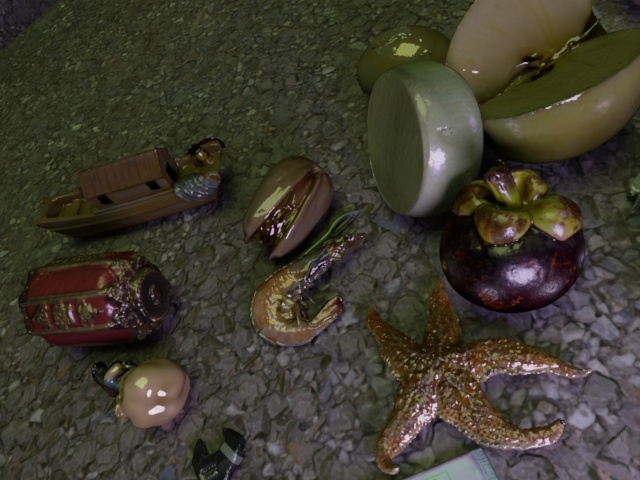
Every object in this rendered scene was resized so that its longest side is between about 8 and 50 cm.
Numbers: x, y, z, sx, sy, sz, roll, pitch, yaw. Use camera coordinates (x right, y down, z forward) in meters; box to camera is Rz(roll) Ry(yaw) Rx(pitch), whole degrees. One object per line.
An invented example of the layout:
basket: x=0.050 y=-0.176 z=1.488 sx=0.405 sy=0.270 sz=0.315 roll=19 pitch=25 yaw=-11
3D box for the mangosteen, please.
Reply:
mangosteen: x=0.256 y=-0.009 z=0.733 sx=0.193 sy=0.217 sz=0.192 roll=-13 pitch=44 yaw=13

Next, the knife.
knife: x=0.000 y=0.000 z=0.973 sx=0.184 sy=0.022 sz=0.026 roll=-43 pitch=79 yaw=-10

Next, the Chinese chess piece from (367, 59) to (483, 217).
Chinese chess piece: x=0.160 y=-0.162 z=0.872 sx=0.101 sy=0.250 sz=0.250 roll=-10 pitch=48 yaw=-15

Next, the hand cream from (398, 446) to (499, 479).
hand cream: x=0.093 y=0.348 z=0.664 sx=0.276 sy=0.050 sz=0.078 roll=-23 pitch=77 yaw=2

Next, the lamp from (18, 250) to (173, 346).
lamp: x=-0.414 y=0.110 z=0.987 sx=0.274 sy=0.177 sz=0.176 roll=-5 pitch=54 yaw=21

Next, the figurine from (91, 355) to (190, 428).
figurine: x=-0.301 y=0.235 z=0.893 sx=0.196 sy=0.114 sz=0.108 roll=11 pitch=85 yaw=43

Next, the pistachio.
pistachio: x=-0.060 y=-0.063 z=0.985 sx=0.130 sy=0.131 sz=0.206 roll=36 pitch=76 yaw=-4

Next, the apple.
apple: x=0.354 y=-0.257 z=0.862 sx=0.258 sy=0.233 sz=0.295 roll=-39 pitch=58 yaw=15

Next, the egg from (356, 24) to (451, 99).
egg: x=0.169 y=-0.339 z=1.058 sx=0.202 sy=0.164 sz=0.164 roll=-3 pitch=55 yaw=29

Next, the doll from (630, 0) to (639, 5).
doll: x=0.615 y=-0.563 z=1.030 sx=0.151 sy=0.151 sz=0.287 roll=-17 pitch=48 yaw=13

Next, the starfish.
starfish: x=0.174 y=0.167 z=0.737 sx=0.299 sy=0.060 sz=0.302 roll=-30 pitch=47 yaw=2

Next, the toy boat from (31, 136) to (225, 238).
toy boat: x=-0.410 y=-0.104 z=1.147 sx=0.446 sy=0.162 sz=0.135 roll=-15 pitch=53 yaw=14

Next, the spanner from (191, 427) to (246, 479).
spanner: x=-0.160 y=0.420 z=0.738 sx=0.087 sy=0.024 sz=0.315 roll=-11 pitch=53 yaw=19

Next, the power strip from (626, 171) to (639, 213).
power strip: x=0.520 y=-0.109 z=0.807 sx=0.191 sy=0.030 sz=0.048 roll=-46 pitch=52 yaw=-12

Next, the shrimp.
shrimp: x=-0.009 y=0.079 z=0.906 sx=0.251 sy=0.052 sz=0.143 roll=-42 pitch=60 yaw=1
